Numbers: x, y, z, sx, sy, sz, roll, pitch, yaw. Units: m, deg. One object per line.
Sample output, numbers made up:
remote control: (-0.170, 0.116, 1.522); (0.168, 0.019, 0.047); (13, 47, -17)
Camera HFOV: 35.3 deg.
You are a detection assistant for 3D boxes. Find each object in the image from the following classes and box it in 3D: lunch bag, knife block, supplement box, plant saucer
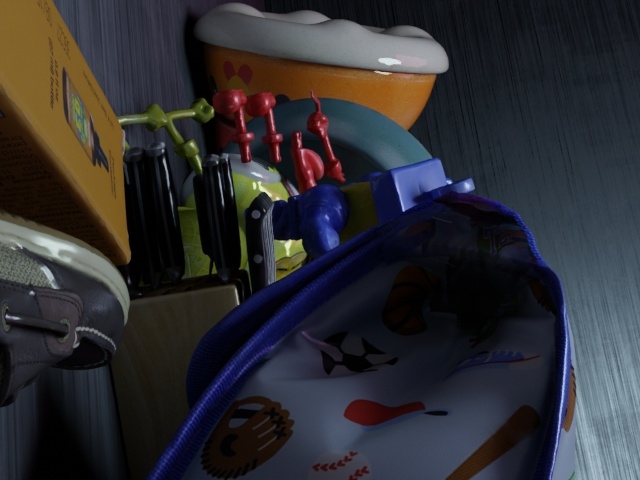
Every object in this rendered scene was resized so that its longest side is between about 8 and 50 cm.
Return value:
lunch bag: (0.030, 0.207, 0.580); (0.328, 0.239, 0.385); (80, 32, -47)
knife block: (-0.112, 0.077, 0.725); (0.275, 0.242, 0.088); (-53, -178, 6)
supplement box: (-0.137, -0.059, 0.385); (0.233, 0.080, 0.078); (73, 10, -68)
plant saucer: (0.000, 0.000, 1.134); (0.044, 0.318, 0.317); (-35, 119, -61)

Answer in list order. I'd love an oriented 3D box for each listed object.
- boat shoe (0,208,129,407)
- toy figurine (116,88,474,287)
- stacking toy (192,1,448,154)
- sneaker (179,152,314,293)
boat shoe: (-0.128, 0.025, 0.341); (0.223, 0.080, 0.073); (61, 26, -70)
toy figurine: (0.018, -0.051, 0.873); (0.362, 0.217, 0.191); (-16, 99, -60)
stacking toy: (-0.023, -0.076, 1.420); (0.350, 0.351, 0.480); (-90, -173, -76)
sneaker: (-0.059, 0.093, 1.051); (0.147, 0.145, 0.384); (-95, 175, -63)
